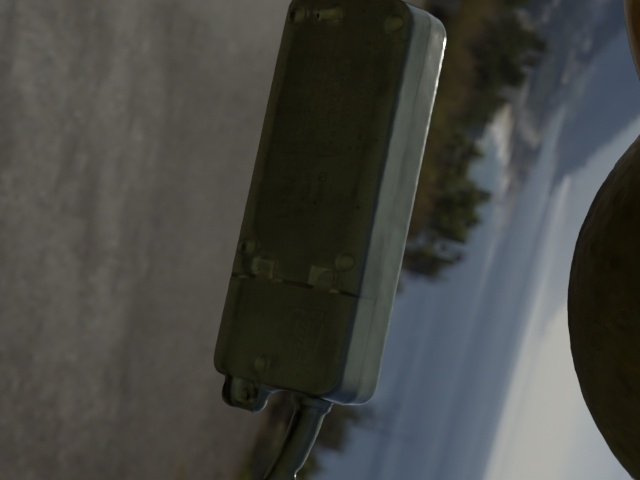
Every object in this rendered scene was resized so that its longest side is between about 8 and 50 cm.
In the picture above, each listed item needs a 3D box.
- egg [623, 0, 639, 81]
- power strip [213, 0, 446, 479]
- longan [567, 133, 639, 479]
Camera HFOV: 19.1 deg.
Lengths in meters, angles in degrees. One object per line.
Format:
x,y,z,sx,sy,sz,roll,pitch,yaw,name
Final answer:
0.248,-0.106,0.925,0.201,0.244,0.201,-27,154,-14,egg
0.000,0.000,1.116,0.053,0.093,0.288,15,86,-57,power strip
0.159,0.023,0.604,0.145,0.176,0.155,-22,123,-24,longan
